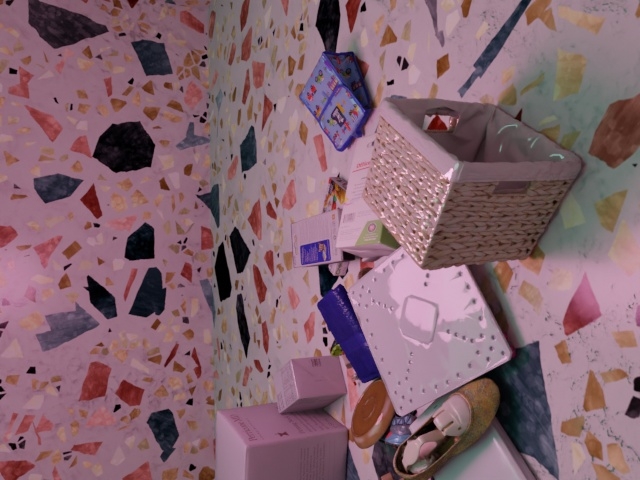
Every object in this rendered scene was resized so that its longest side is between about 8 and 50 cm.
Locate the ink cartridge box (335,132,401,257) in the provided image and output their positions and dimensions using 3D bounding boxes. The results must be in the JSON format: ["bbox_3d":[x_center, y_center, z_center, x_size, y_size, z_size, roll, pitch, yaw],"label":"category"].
[{"bbox_3d":[0.177,-0.137,1.697,0.207,0.119,0.353,-7,67,54],"label":"ink cartridge box"}]

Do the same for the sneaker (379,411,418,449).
[{"bbox_3d":[0.230,0.551,1.727,0.125,0.104,0.262,-66,14,-15],"label":"sneaker"}]

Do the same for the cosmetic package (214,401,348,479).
[{"bbox_3d":[-0.150,0.807,2.122,0.329,0.394,0.327,15,103,62],"label":"cosmetic package"}]

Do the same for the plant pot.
[{"bbox_3d":[0.158,0.517,1.776,0.236,0.032,0.236,-55,12,18],"label":"plant pot"}]

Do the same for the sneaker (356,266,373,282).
[{"bbox_3d":[0.187,0.233,1.785,0.282,0.099,0.153,61,155,27],"label":"sneaker"}]

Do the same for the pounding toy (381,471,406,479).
[{"bbox_3d":[0.254,0.733,1.641,0.181,0.094,0.206,60,177,-41],"label":"pounding toy"}]

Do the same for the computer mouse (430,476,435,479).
[{"bbox_3d":[0.350,0.660,1.517,0.193,0.042,0.106,158,114,-68],"label":"computer mouse"}]

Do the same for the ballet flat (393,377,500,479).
[{"bbox_3d":[0.295,0.464,1.403,0.348,0.123,0.123,-56,40,25],"label":"ballet flat"}]

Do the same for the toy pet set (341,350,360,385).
[{"bbox_3d":[0.118,0.414,1.987,0.114,0.065,0.122,67,-179,-48],"label":"toy pet set"}]

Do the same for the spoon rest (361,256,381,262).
[{"bbox_3d":[0.179,-0.059,1.842,0.137,0.084,0.276,-36,44,57],"label":"spoon rest"}]

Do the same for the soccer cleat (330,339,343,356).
[{"bbox_3d":[0.080,0.336,2.048,0.072,0.060,0.179,-109,38,-52],"label":"soccer cleat"}]

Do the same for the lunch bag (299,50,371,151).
[{"bbox_3d":[0.075,-0.470,2.013,0.293,0.138,0.221,64,144,20],"label":"lunch bag"}]

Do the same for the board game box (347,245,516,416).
[{"bbox_3d":[0.272,0.206,1.521,0.390,0.050,0.390,-43,58,37],"label":"board game box"}]

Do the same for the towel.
[{"bbox_3d":[0.112,0.294,1.829,0.308,0.076,0.227,58,157,10],"label":"towel"}]

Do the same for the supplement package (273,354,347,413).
[{"bbox_3d":[-0.044,0.529,2.133,0.203,0.194,0.149,-51,45,51],"label":"supplement package"}]

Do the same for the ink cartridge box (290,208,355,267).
[{"bbox_3d":[0.000,0.000,2.072,0.371,0.069,0.175,-12,81,59],"label":"ink cartridge box"}]

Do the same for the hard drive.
[{"bbox_3d":[0.369,0.541,1.412,0.233,0.047,0.353,-55,41,26],"label":"hard drive"}]

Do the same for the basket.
[{"bbox_3d":[0.312,-0.132,1.288,0.331,0.328,0.266,-125,39,-48],"label":"basket"}]

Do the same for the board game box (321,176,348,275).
[{"bbox_3d":[0.061,-0.052,2.083,0.193,0.053,0.305,47,131,53],"label":"board game box"}]
